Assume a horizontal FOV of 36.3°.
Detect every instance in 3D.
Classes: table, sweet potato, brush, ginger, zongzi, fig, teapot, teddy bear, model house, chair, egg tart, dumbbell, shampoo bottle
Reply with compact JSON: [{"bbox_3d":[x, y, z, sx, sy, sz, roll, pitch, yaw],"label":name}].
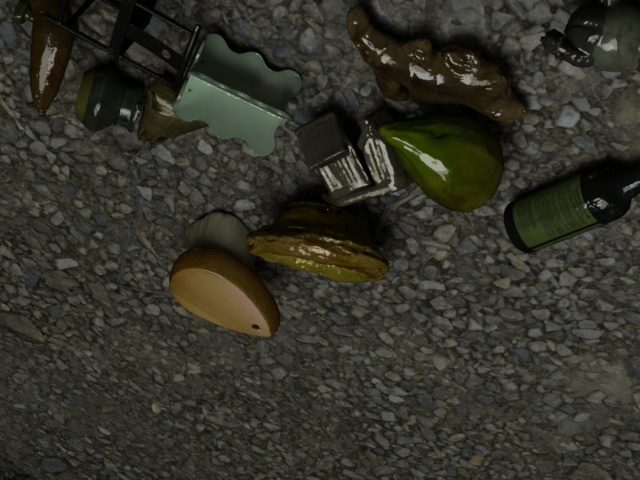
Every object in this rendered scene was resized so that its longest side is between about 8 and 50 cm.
[{"bbox_3d":[-0.146,-0.258,1.737,0.198,0.167,0.166,24,138,-13],"label":"table"},{"bbox_3d":[-0.499,-0.401,1.740,0.108,0.079,0.346,-13,103,-5],"label":"sweet potato"},{"bbox_3d":[-0.183,0.082,2.073,0.266,0.166,0.174,38,134,-16],"label":"brush"},{"bbox_3d":[0.191,-0.272,1.625,0.332,0.080,0.166,16,142,3],"label":"ginger"},{"bbox_3d":[-0.256,-0.225,1.870,0.176,0.079,0.160,20,144,-10],"label":"zongzi"},{"bbox_3d":[0.219,-0.152,1.661,0.167,0.167,0.233,-11,137,31],"label":"fig"},{"bbox_3d":[-0.403,-0.263,1.869,0.119,0.130,0.165,15,172,-14],"label":"teapot"},{"bbox_3d":[0.472,-0.310,1.442,0.251,0.144,0.171,27,105,18],"label":"teddy bear"},{"bbox_3d":[0.061,-0.154,1.771,0.229,0.122,0.188,-15,121,29],"label":"model house"},{"bbox_3d":[-0.318,-0.394,1.670,0.260,0.141,0.155,29,138,-4],"label":"chair"},{"bbox_3d":[0.000,0.000,1.907,0.293,0.123,0.294,13,172,2],"label":"egg tart"},{"bbox_3d":[-0.507,-0.403,1.807,0.117,0.052,0.046,25,180,-3],"label":"dumbbell"},{"bbox_3d":[0.459,-0.067,1.700,0.283,0.101,0.101,-25,120,39],"label":"shampoo bottle"}]
